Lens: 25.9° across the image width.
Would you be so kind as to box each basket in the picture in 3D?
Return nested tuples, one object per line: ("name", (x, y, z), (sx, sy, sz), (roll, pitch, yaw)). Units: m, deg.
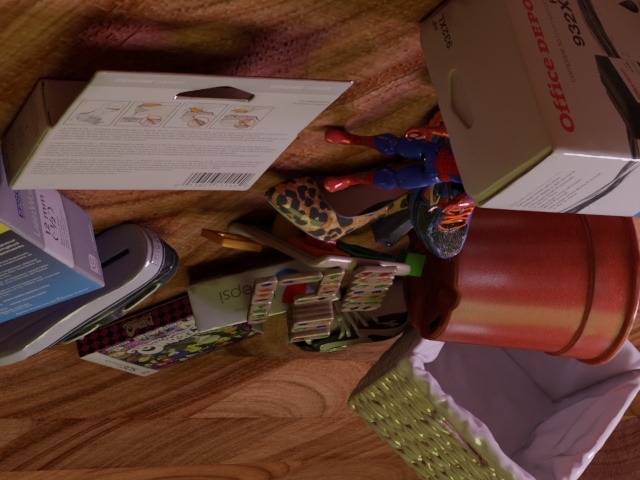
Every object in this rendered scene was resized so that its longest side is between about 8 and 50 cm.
("basket", (0.279, 0.226, 2.224), (0.331, 0.328, 0.266), (-46, -177, -29))

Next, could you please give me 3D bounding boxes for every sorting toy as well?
("sorting toy", (0.000, 0.000, 1.886), (0.347, 0.047, 0.196), (7, -170, -45))

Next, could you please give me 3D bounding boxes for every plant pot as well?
("plant pot", (0.273, 0.045, 1.998), (0.265, 0.272, 0.272), (1, 156, -18))

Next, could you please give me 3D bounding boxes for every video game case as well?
("video game case", (-0.235, 0.150, 2.209), (0.232, 0.042, 0.210), (-21, 160, 16))

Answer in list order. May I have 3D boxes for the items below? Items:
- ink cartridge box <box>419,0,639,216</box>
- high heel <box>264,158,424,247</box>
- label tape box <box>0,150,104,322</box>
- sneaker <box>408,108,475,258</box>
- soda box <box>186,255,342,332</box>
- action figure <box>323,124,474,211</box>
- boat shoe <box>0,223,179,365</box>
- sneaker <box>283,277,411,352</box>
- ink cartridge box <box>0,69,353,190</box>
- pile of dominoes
("ink cartridge box", (0.283, -0.153, 1.499), (0.307, 0.223, 0.129), (2, 154, -37))
("high heel", (0.066, -0.080, 1.777), (0.261, 0.093, 0.186), (12, 134, -44))
("label tape box", (-0.434, -0.001, 1.580), (0.249, 0.115, 0.348), (-19, 157, 10))
("sneaker", (0.165, -0.061, 1.735), (0.083, 0.087, 0.221), (-13, 132, -16))
("soda box", (-0.081, 0.071, 2.027), (0.216, 0.074, 0.069), (-13, -173, 0))
("action figure", (0.102, -0.085, 1.572), (0.280, 0.092, 0.139), (4, -173, 38))
("boat shoe", (-0.335, 0.090, 1.866), (0.335, 0.121, 0.119), (-23, 154, 17))
("sneaker", (0.038, 0.126, 2.254), (0.235, 0.094, 0.153), (-18, 171, 39))
("ink cartridge box", (-0.155, -0.135, 1.477), (0.296, 0.066, 0.261), (-1, 156, -33))
("pile of dominoes", (0.002, 0.089, 1.895), (0.196, 0.040, 0.251), (-7, 165, -8))
